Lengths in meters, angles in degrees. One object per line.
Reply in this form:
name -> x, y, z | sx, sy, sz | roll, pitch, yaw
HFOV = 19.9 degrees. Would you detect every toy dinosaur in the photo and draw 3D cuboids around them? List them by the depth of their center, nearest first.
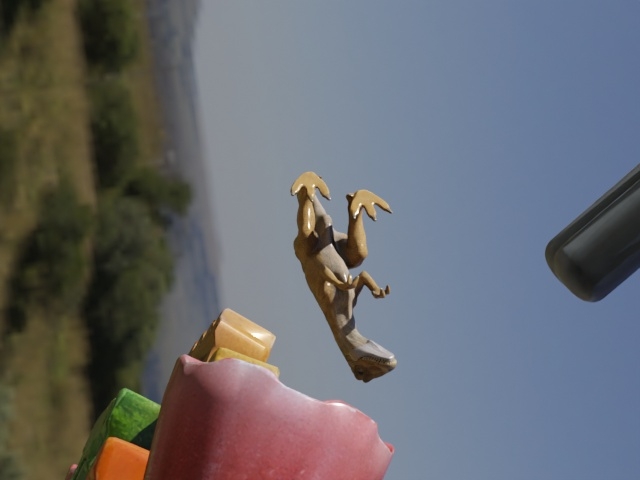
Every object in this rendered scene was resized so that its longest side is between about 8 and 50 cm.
toy dinosaur -> 0.000, 0.000, 1.220 | 0.112, 0.064, 0.211 | 103, -21, -43

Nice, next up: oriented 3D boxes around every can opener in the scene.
can opener -> 0.254, -0.075, 1.202 | 0.093, 0.280, 0.074 | 44, 5, -5

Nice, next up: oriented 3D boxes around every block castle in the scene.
block castle -> 0.017, 0.182, 0.824 | 0.453, 0.303, 0.213 | 137, -23, -72
